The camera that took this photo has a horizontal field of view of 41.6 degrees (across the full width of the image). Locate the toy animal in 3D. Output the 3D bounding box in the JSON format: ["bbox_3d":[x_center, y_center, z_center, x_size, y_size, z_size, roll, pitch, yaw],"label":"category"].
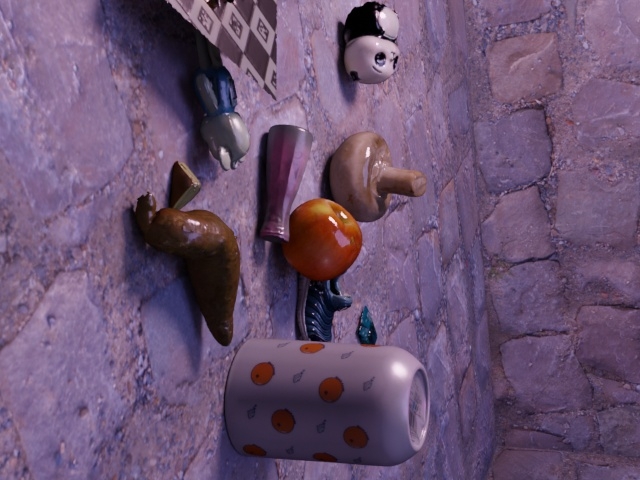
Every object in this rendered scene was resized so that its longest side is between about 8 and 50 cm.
[{"bbox_3d":[0.127,-0.459,1.992,0.166,0.138,0.179,5,80,-52],"label":"toy animal"}]

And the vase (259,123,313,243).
[{"bbox_3d":[-0.071,-0.104,1.580,0.086,0.086,0.214,32,64,-64],"label":"vase"}]

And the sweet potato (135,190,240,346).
[{"bbox_3d":[-0.179,0.025,1.284,0.124,0.098,0.310,-52,142,-26],"label":"sweet potato"}]

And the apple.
[{"bbox_3d":[0.000,0.000,1.647,0.163,0.139,0.163,36,18,-14],"label":"apple"}]

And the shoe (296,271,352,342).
[{"bbox_3d":[0.012,0.124,1.738,0.091,0.106,0.207,4,92,-66],"label":"shoe"}]

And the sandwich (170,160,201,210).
[{"bbox_3d":[-0.206,-0.084,1.289,0.031,0.044,0.083,25,64,-61],"label":"sandwich"}]

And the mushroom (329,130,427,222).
[{"bbox_3d":[0.130,-0.140,1.894,0.207,0.215,0.208,-27,120,-59],"label":"mushroom"}]

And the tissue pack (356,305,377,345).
[{"bbox_3d":[0.124,0.240,2.115,0.138,0.027,0.085,72,27,-43],"label":"tissue pack"}]

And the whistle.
[{"bbox_3d":[-0.168,-0.228,1.352,0.114,0.077,0.236,-45,125,-67],"label":"whistle"}]

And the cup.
[{"bbox_3d":[0.020,0.284,1.471,0.212,0.317,0.213,0,90,-68],"label":"cup"}]

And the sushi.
[{"bbox_3d":[-0.178,-0.424,1.328,0.320,0.068,0.340,35,47,-54],"label":"sushi"}]
